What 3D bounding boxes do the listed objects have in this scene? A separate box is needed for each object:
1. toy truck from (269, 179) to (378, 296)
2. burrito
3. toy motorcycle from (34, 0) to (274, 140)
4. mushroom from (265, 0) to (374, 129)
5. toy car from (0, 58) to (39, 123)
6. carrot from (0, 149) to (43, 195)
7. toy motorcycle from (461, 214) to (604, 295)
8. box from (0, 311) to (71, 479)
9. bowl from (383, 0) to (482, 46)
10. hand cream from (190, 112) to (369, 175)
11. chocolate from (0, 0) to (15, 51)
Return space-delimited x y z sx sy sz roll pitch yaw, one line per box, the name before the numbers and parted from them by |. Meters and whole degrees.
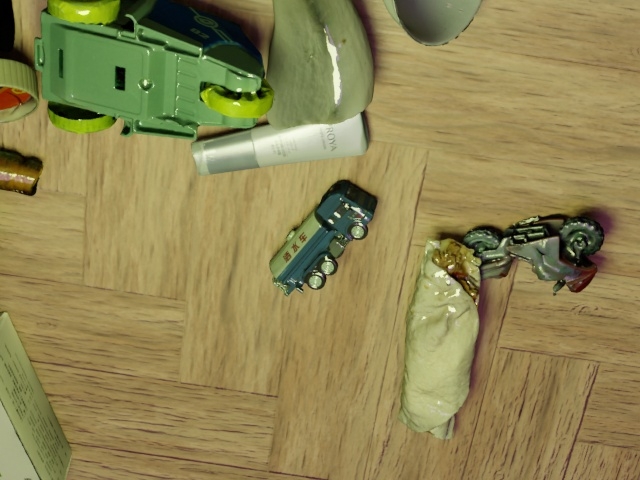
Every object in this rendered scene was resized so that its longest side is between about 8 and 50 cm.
toy truck | 0.000 0.000 1.910 0.088 0.074 0.202 37 119 -7
burrito | 0.186 0.163 1.977 0.117 0.076 0.392 19 129 18
toy motorcycle | -0.204 -0.242 1.712 0.326 0.200 0.191 14 123 9
mushroom | -0.020 -0.301 1.691 0.159 0.122 0.329 -11 120 0
toy car | -0.498 -0.208 1.756 0.235 0.235 0.145 -13 77 12
carrot | -0.539 -0.119 1.879 0.260 0.070 0.070 12 122 -6
toy motorcycle | 0.319 0.024 1.893 0.213 0.082 0.122 -6 116 23
box | -0.552 0.287 2.086 0.173 0.145 0.333 -12 121 9
bowl | 0.128 -0.350 1.651 0.086 0.189 0.189 22 134 43
hand cream | -0.058 -0.141 1.835 0.255 0.048 0.079 -9 119 9
chocolate | -0.471 -0.322 1.714 0.080 0.148 0.125 -3 83 7
